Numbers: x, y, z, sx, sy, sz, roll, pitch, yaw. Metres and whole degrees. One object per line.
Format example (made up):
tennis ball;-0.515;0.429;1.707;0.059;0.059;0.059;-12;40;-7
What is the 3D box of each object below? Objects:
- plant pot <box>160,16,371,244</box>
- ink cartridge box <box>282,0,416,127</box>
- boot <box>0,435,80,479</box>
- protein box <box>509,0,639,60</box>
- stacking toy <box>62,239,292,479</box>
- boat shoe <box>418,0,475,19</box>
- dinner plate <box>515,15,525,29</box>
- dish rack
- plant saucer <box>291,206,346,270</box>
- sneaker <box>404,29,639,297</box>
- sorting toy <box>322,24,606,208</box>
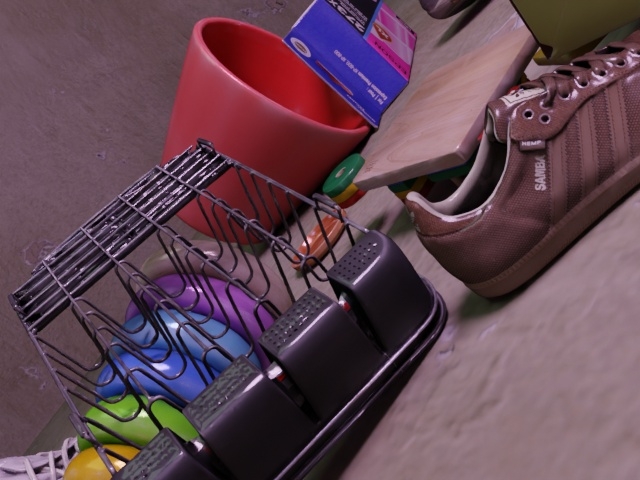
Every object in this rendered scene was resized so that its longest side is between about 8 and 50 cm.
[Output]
plant pot;-0.102;-0.143;0.951;0.243;0.274;0.275;-56;9;28
ink cartridge box;0.060;-0.313;1.009;0.069;0.175;0.371;-42;16;31
boot;-0.220;0.189;0.543;0.123;0.095;0.258;-46;-20;6
protein box;0.194;-0.235;0.334;0.199;0.136;0.201;-20;28;49
stacking toy;-0.118;0.154;0.458;0.141;0.141;0.330;-40;23;38
boat shoe;0.221;-0.457;0.823;0.132;0.130;0.355;-25;-27;-53
dinner plate;0.236;-0.255;0.616;0.141;0.017;0.141;-48;14;16
dish rack;-0.083;0.037;0.419;0.208;0.074;0.271;-42;41;-16
plant saucer;0.000;0.000;0.704;0.083;0.013;0.083;-46;14;15
sneaker;0.122;-0.057;0.318;0.188;0.071;0.066;-49;13;9
sorting toy;0.109;-0.088;0.491;0.132;0.046;0.274;-55;19;-21
